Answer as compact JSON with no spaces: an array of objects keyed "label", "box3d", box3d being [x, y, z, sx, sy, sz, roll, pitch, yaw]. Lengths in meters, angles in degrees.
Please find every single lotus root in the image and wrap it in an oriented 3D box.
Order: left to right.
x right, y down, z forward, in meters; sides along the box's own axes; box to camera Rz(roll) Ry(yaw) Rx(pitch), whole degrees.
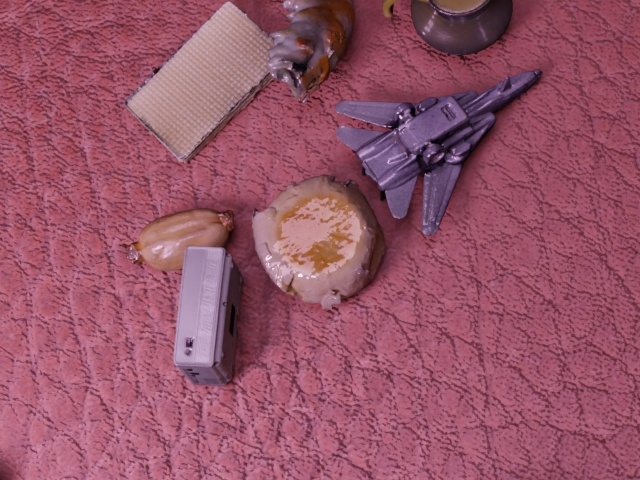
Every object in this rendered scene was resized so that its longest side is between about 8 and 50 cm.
[{"label":"lotus root","box3d":[-0.176,0.000,1.858,0.150,0.062,0.073,-17,64,1]}]

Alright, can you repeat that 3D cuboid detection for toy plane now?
[{"label":"toy plane","box3d":[0.167,-0.149,1.849,0.267,0.088,0.212,-33,72,-4]}]

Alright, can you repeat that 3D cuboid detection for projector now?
[{"label":"projector","box3d":[-0.132,0.093,1.796,0.061,0.115,0.147,3,73,6]}]

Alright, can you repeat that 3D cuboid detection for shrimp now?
[{"label":"shrimp","box3d":[-0.055,-0.316,1.919,0.185,0.068,0.287,-32,70,-31]}]

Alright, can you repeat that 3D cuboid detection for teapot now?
[{"label":"teapot","box3d":[0.160,-0.303,1.883,0.165,0.119,0.130,1,72,8]}]

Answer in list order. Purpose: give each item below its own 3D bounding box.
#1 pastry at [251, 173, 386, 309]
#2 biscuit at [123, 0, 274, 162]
[{"label":"pastry","box3d":[0.000,0.000,1.824,0.165,0.088,0.166,-2,71,7]},{"label":"biscuit","box3d":[-0.147,-0.206,1.933,0.121,0.040,0.199,44,82,13]}]
